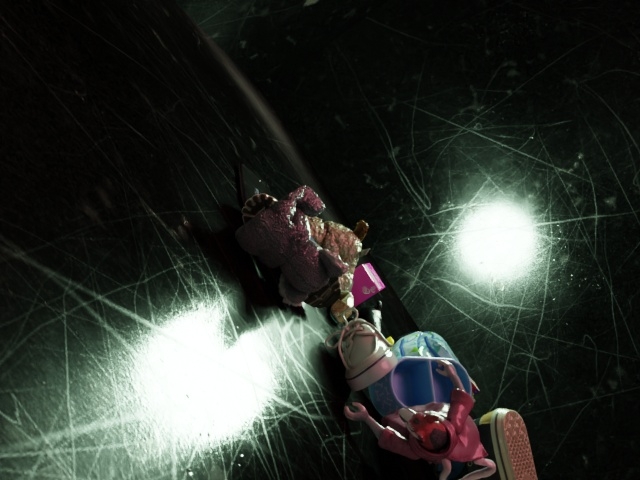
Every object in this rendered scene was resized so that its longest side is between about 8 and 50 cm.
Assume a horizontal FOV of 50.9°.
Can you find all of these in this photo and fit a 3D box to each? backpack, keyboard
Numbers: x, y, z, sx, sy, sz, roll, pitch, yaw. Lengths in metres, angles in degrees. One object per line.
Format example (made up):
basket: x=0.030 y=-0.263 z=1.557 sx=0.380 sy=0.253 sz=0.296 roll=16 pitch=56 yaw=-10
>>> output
backpack: x=0.318 y=0.411 z=1.999 sx=0.290 sy=0.273 sz=0.355 roll=65 pitch=22 yaw=9
keyboard: x=-0.155 y=-0.098 z=1.872 sx=0.201 sy=0.033 sz=0.317 roll=41 pitch=14 yaw=-24

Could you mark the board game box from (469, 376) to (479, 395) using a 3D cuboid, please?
board game box: x=0.417 y=0.510 z=2.245 sx=0.147 sy=0.193 sz=0.045 roll=47 pitch=12 yaw=-45

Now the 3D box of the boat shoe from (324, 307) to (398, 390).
boat shoe: x=0.092 y=0.242 z=1.621 sx=0.156 sy=0.136 sz=0.367 roll=56 pitch=5 yaw=-1

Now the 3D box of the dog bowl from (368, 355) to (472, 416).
dog bowl: x=0.265 y=0.374 z=1.723 sx=0.297 sy=0.074 sz=0.165 roll=9 pitch=65 yaw=-31

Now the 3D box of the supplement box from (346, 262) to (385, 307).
supplement box: x=0.143 y=0.153 z=2.356 sx=0.114 sy=0.111 sz=0.220 roll=58 pitch=9 yaw=7

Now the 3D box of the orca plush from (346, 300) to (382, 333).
orca plush: x=0.122 y=0.264 z=2.012 sx=0.287 sy=0.102 sz=0.151 roll=-79 pitch=180 yaw=-65

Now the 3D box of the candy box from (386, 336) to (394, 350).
candy box: x=0.298 y=0.444 z=2.402 sx=0.105 sy=0.027 sz=0.206 roll=52 pitch=9 yaw=-39

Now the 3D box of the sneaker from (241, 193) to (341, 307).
sneaker: x=-0.057 y=0.018 z=1.667 sx=0.330 sy=0.130 sz=0.147 roll=55 pitch=10 yaw=-3

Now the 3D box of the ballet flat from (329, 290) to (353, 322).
ballet flat: x=0.067 y=0.183 z=1.942 sx=0.073 sy=0.067 sz=0.206 roll=53 pitch=8 yaw=-12

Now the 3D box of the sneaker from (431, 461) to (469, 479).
sneaker: x=0.418 y=0.663 z=1.885 sx=0.341 sy=0.125 sz=0.139 roll=53 pitch=7 yaw=-24

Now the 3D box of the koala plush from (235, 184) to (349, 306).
koala plush: x=-0.060 y=0.025 z=1.476 sx=0.221 sy=0.196 sz=0.203 roll=56 pitch=19 yaw=-3

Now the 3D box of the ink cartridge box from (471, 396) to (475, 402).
ink cartridge box: x=0.426 y=0.512 z=2.408 sx=0.092 sy=0.160 sz=0.219 roll=50 pitch=10 yaw=-43

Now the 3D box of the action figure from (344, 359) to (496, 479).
action figure: x=0.220 y=0.418 z=1.409 sx=0.275 sy=0.248 sz=0.370 roll=64 pitch=3 yaw=15

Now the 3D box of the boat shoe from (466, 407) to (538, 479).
boat shoe: x=0.461 y=0.684 z=1.696 sx=0.187 sy=0.156 sz=0.500 roll=13 pitch=64 yaw=-46

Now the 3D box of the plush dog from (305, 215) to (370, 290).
plush dog: x=0.000 y=0.000 z=1.974 sx=0.225 sy=0.210 sz=0.262 roll=23 pitch=19 yaw=-21
